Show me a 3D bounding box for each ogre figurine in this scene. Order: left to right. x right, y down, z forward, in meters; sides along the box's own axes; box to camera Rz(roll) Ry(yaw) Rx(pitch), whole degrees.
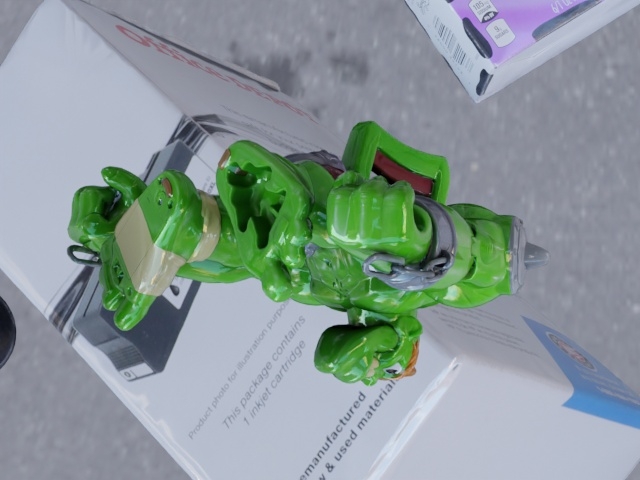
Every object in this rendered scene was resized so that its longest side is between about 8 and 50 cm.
[{"bbox_3d":[0.000,0.000,0.727,0.118,0.097,0.197,10,154,-36],"label":"ogre figurine"}]

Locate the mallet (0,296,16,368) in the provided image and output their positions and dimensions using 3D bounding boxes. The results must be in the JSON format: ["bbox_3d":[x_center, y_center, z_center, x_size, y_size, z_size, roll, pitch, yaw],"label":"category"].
[{"bbox_3d":[-0.191,-0.015,0.709,0.189,0.039,0.062,44,155,-8],"label":"mallet"}]

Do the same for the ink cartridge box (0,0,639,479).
[{"bbox_3d":[-0.018,0.039,1.230,0.166,0.395,0.285,-54,146,10],"label":"ink cartridge box"}]

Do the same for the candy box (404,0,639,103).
[{"bbox_3d":[0.108,-0.209,1.145,0.165,0.070,0.196,-33,80,-11],"label":"candy box"}]
